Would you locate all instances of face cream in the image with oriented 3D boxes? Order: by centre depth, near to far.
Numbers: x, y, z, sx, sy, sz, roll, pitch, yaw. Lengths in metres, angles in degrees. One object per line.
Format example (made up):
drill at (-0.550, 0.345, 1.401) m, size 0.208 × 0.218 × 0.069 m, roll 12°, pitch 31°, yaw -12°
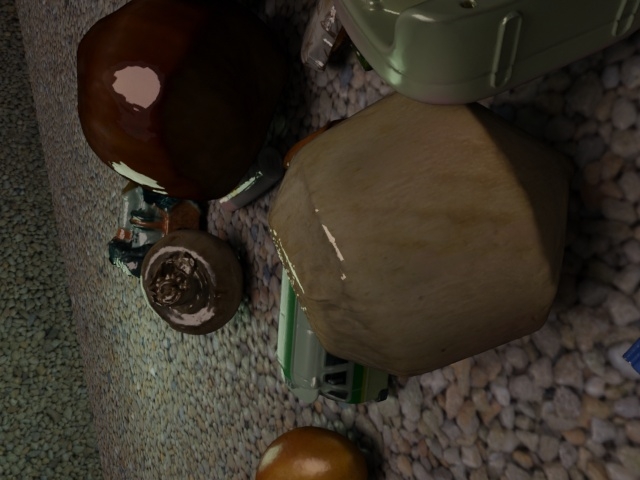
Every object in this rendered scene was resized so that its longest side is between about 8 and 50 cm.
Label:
face cream at (-0.141, -0.118, 1.152) m, size 0.198 × 0.057 × 0.084 m, roll -24°, pitch 75°, yaw 53°

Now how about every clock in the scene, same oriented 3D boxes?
clock at (0.126, -0.279, 0.558) m, size 0.324 × 0.265 × 0.108 m, roll 58°, pitch 168°, yaw 33°

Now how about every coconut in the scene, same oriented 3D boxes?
coconut at (0.116, -0.019, 0.625) m, size 0.329 × 0.329 × 0.329 m, roll 13°, pitch 106°, yaw 54°

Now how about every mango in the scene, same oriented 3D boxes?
mango at (-0.014, 0.392, 0.988) m, size 0.187 × 0.138 × 0.257 m, roll 45°, pitch 137°, yaw 26°

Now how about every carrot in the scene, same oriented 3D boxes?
carrot at (-0.013, -0.137, 0.959) m, size 0.205 × 0.072 × 0.072 m, roll -10°, pitch 87°, yaw 57°

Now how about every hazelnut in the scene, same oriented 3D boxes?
hazelnut at (-0.237, -0.255, 1.011) m, size 0.366 × 0.366 × 0.366 m, roll 13°, pitch 106°, yaw 54°

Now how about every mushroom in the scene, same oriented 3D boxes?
mushroom at (-0.269, 0.089, 1.241) m, size 0.226 × 0.178 × 0.226 m, roll 2°, pitch 100°, yaw 10°

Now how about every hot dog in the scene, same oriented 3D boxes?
hot dog at (0.023, -0.333, 0.876) m, size 0.192 × 0.053 × 0.099 m, roll 120°, pitch 147°, yaw -41°

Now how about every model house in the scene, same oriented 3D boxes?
model house at (-0.384, -0.070, 1.413) m, size 0.253 × 0.184 × 0.291 m, roll 24°, pitch 108°, yaw 60°

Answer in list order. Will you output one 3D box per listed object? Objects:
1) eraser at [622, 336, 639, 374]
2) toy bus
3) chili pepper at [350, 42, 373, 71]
eraser at (0.328, 0.100, 0.544) m, size 0.063 × 0.027 × 0.084 m, roll 54°, pitch 135°, yaw 34°
toy bus at (0.023, 0.099, 0.861) m, size 0.134 × 0.165 × 0.276 m, roll 25°, pitch 115°, yaw 52°
chili pepper at (0.117, -0.364, 0.739) m, size 0.085 × 0.076 × 0.359 m, roll 42°, pitch 130°, yaw 17°
